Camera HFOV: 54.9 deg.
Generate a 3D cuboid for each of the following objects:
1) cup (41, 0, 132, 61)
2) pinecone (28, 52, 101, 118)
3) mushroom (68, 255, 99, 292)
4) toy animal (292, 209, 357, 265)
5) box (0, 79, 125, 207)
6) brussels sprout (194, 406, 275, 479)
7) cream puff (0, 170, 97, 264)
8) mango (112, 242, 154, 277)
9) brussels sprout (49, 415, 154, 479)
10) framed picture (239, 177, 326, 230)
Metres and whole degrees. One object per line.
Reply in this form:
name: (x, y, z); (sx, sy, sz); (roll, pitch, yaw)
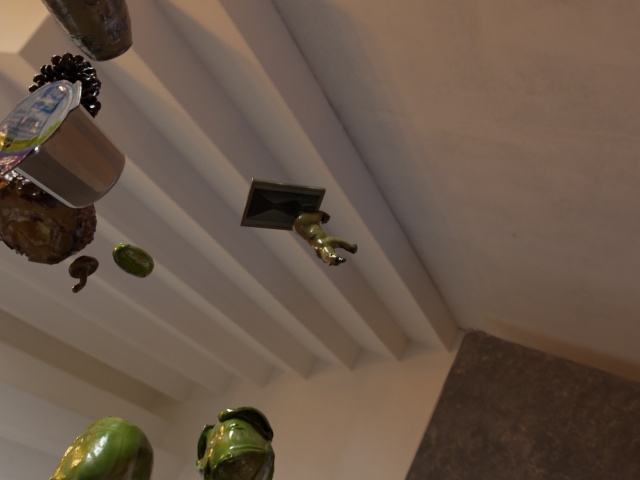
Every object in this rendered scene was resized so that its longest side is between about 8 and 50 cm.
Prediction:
cup: (-0.678, -0.686, 1.811); (0.257, 0.228, 0.301); (76, -7, -45)
pinecone: (-0.873, -0.522, 2.117); (0.246, 0.246, 0.292); (32, -35, -10)
mushroom: (-0.755, 0.101, 1.931); (0.073, 0.129, 0.088); (23, -34, -2)
toy animal: (0.000, 0.000, 1.572); (0.218, 0.103, 0.101); (49, 18, 27)
box: (-0.571, -0.176, 1.351); (0.262, 0.291, 0.206); (8, -27, 38)
brussels sprout: (-0.245, 0.627, 1.775); (0.227, 0.294, 0.259); (13, 15, -11)
cream puff: (-0.878, -0.098, 1.982); (0.351, 0.228, 0.350); (3, -51, 3)
mango: (-0.532, 0.050, 1.753); (0.091, 0.074, 0.165); (-12, -31, 5)
brussels sprout: (-0.567, 0.617, 1.604); (0.247, 0.328, 0.328); (26, -19, 8)
framed picture: (-0.100, -0.089, 1.633); (0.203, 0.015, 0.150); (6, -52, -21)
